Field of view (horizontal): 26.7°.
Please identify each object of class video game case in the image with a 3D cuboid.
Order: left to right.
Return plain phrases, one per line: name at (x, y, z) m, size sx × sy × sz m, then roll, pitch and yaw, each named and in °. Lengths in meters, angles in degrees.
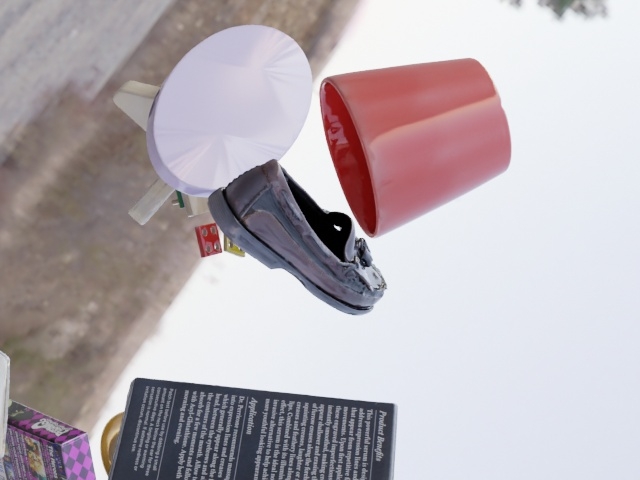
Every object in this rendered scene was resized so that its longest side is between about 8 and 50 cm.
video game case at (-0.317, 0.298, 1.520) m, size 0.042 × 0.232 × 0.210 m, roll -24°, pitch -155°, yaw -40°

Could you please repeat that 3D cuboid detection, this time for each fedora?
fedora at (-0.310, 0.386, 2.469) m, size 0.079 × 0.194 × 0.194 m, roll -30°, pitch -158°, yaw 37°

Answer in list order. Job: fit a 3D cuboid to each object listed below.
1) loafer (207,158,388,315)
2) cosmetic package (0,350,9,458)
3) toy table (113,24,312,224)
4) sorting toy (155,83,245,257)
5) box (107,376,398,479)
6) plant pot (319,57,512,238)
loafer at (0.000, 0.000, 1.526) m, size 0.095 × 0.302 × 0.109 m, roll -41°, pitch -129°, yaw 16°
cosmetic package at (-0.496, 0.216, 1.485) m, size 0.296 × 0.129 × 0.153 m, roll -29°, pitch -139°, yaw 20°
toy table at (-0.138, -0.139, 1.734) m, size 0.274 × 0.252 × 0.161 m, roll -39°, pitch -179°, yaw -36°
sorting toy at (-0.180, -0.098, 1.984) m, size 0.046 × 0.274 × 0.132 m, roll -12°, pitch -176°, yaw 32°
box at (-0.094, 0.384, 1.985) m, size 0.293 × 0.396 × 0.212 m, roll 94°, pitch 3°, yaw -49°
plant pot at (0.153, -0.165, 2.132) m, size 0.243 × 0.275 × 0.275 m, roll -19°, pitch -175°, yaw -10°
